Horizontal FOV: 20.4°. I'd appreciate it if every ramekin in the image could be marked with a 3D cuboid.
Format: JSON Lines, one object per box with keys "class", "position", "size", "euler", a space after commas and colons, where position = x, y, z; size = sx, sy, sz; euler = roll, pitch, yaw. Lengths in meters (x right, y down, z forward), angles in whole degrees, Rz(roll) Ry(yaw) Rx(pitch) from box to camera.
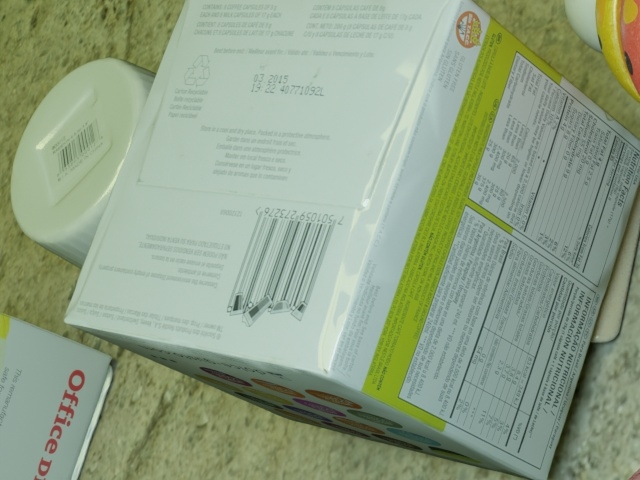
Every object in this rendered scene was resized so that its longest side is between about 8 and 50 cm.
{"class": "ramekin", "position": [-0.258, -0.090, 2.190], "size": [0.277, 0.135, 0.277], "euler": [-23, 55, 37]}

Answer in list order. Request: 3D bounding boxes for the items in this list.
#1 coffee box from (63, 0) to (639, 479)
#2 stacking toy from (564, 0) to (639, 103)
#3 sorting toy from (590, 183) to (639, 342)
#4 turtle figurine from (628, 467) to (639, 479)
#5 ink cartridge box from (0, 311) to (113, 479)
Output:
{"class": "coffee box", "position": [0.041, -0.007, 1.623], "size": [0.337, 0.334, 0.338], "euler": [9, 75, 43]}
{"class": "stacking toy", "position": [0.354, -0.192, 1.549], "size": [0.351, 0.350, 0.480], "euler": [-64, 23, -2]}
{"class": "sorting toy", "position": [0.216, 0.008, 1.728], "size": [0.208, 0.038, 0.193], "euler": [0, 70, 41]}
{"class": "turtle figurine", "position": [0.303, 0.239, 1.313], "size": [0.275, 0.266, 0.198], "euler": [-55, 33, 25]}
{"class": "ink cartridge box", "position": [-0.470, 0.199, 2.064], "size": [0.160, 0.384, 0.279], "euler": [7, 74, 51]}
